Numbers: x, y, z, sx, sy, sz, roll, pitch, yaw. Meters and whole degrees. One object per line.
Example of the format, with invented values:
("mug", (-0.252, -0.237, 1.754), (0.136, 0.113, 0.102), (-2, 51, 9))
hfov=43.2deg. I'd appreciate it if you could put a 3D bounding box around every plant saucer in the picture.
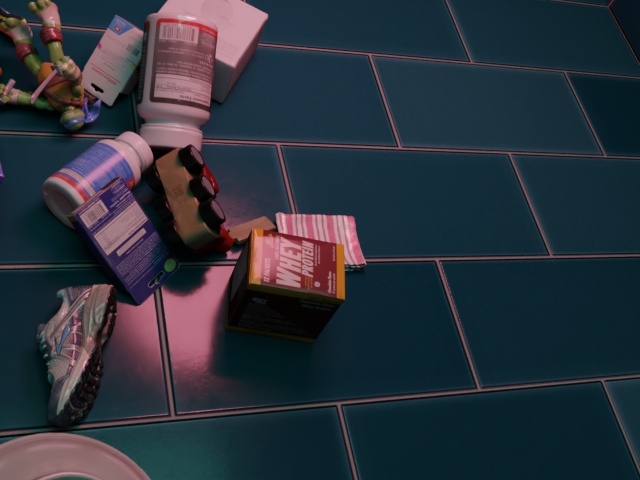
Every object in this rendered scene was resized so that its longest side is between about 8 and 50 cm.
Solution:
("plant saucer", (-0.397, 0.474, 1.241), (0.401, 0.100, 0.400), (18, 48, -22))

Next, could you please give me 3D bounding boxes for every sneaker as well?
("sneaker", (-0.722, -0.498, 1.857), (0.144, 0.059, 0.053), (31, 82, 20))
("sneaker", (-0.457, 0.205, 1.463), (0.122, 0.110, 0.283), (5, 51, 3))

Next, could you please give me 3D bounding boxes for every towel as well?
("towel", (0.000, 0.000, 1.809), (0.197, 0.029, 0.144), (2, 56, -25))

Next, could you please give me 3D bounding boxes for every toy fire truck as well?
("toy fire truck", (-0.227, -0.070, 1.723), (0.158, 0.246, 0.217), (-29, 63, 10))

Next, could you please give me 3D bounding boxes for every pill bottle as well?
("pill bottle", (-0.450, -0.131, 1.664), (0.124, 0.124, 0.221), (38, 53, 6))
("pill bottle", (-0.316, -0.339, 1.771), (0.161, 0.161, 0.283), (5, 91, -19))

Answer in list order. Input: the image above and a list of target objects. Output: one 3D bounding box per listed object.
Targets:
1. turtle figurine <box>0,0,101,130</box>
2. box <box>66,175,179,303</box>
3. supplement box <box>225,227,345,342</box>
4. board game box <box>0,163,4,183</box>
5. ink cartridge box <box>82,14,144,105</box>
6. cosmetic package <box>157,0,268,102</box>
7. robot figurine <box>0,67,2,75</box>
("turtle figurine", (-0.604, -0.361, 1.693), (0.275, 0.198, 0.266), (-14, 80, -35))
("box", (-0.386, 0.003, 1.605), (0.136, 0.036, 0.225), (-48, 118, -38))
("supplement box", (-0.072, 0.094, 1.617), (0.191, 0.194, 0.129), (11, 54, -15))
("board game box", (-0.738, -0.203, 1.500), (0.233, 0.078, 0.347), (14, 27, -36))
("ink cartridge box", (-0.464, -0.408, 1.853), (0.104, 0.181, 0.061), (35, 8, 4))
("cosmetic package", (-0.282, -0.491, 1.970), (0.224, 0.138, 0.224), (27, 50, -3))
("robot figurine", (-0.769, -0.398, 1.719), (0.158, 0.128, 0.219), (16, 53, -1))
